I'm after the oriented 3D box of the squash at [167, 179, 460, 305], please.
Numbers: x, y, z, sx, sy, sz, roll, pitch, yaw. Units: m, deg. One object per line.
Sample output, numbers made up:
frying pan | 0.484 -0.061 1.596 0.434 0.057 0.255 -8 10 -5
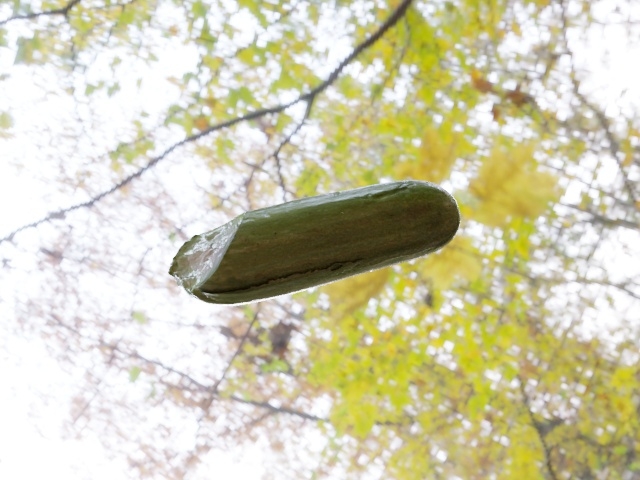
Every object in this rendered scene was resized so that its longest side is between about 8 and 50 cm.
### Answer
squash | 0.000 0.000 0.840 0.239 0.069 0.069 -14 -62 -21
